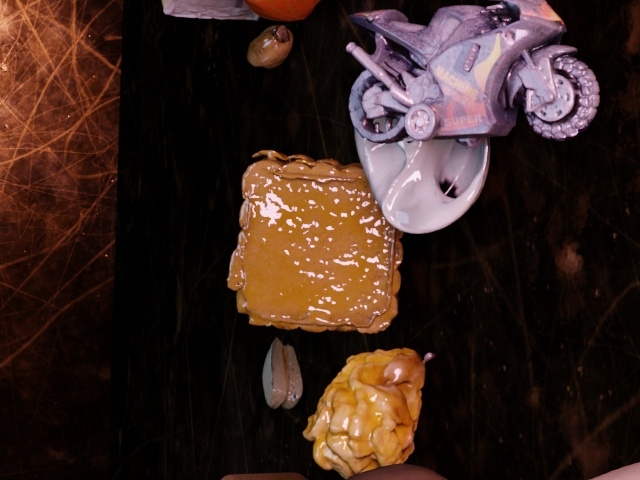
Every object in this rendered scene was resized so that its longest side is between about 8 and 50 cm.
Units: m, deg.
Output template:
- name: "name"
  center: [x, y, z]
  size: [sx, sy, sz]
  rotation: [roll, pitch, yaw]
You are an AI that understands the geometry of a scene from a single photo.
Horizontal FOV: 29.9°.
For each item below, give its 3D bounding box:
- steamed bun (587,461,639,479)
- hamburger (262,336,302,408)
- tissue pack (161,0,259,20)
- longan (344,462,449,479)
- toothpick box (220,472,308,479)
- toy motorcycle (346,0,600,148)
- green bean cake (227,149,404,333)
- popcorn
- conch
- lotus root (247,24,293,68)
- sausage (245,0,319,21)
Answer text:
- name: "steamed bun"
  center: [0.264, 0.282, 0.880]
  size: [0.383, 0.236, 0.247]
  rotation: [148, 119, -66]
- name: "hamburger"
  center: [-0.069, 0.231, 2.006]
  size: [0.084, 0.054, 0.121]
  rotation: [112, 154, -51]
- name: "tissue pack"
  center: [-0.167, -0.629, 2.067]
  size: [0.332, 0.205, 0.405]
  rotation: [139, 129, -68]
- name: "longan"
  center: [0.087, 0.376, 1.367]
  size: [0.248, 0.248, 0.248]
  rotation: [-179, 90, -69]
- name: "toothpick box"
  center: [-0.052, 0.458, 1.794]
  size: [0.308, 0.190, 0.187]
  rotation: [-168, 79, -74]
- name: "toy motorcycle"
  center: [0.155, -0.186, 1.271]
  size: [0.307, 0.108, 0.173]
  rotation: [3, 93, 38]
- name: "green bean cake"
  center: [0.000, 0.000, 1.584]
  size: [0.131, 0.224, 0.229]
  rotation: [-47, -38, -81]
- name: "popcorn"
  center: [0.058, 0.225, 1.518]
  size: [0.163, 0.140, 0.194]
  rotation: [102, -170, -45]
- name: "conch"
  center: [0.127, -0.114, 1.404]
  size: [0.185, 0.121, 0.221]
  rotation: [-23, 70, 52]
- name: "lotus root"
  center: [-0.087, -0.327, 2.044]
  size: [0.072, 0.063, 0.152]
  rotation: [-54, 11, -15]
- name: "sausage"
  center: [-0.067, -0.462, 1.797]
  size: [0.153, 0.141, 0.268]
  rotation: [-72, -29, -58]
